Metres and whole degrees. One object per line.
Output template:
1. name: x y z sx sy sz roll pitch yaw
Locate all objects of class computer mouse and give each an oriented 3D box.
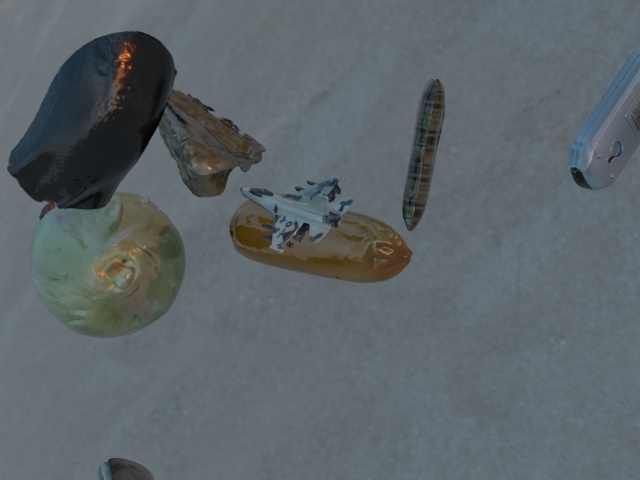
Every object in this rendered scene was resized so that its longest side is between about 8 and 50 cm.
1. computer mouse: -0.273 -0.130 1.234 0.264 0.147 0.088 -51 44 25

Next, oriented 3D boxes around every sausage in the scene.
1. sausage: -0.003 0.002 1.809 0.353 0.116 0.134 9 114 34

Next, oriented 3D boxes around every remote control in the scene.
1. remote control: 0.416 -0.171 1.372 0.047 0.087 0.244 18 67 49

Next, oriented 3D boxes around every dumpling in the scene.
1. dumpling: -0.166 -0.129 1.390 0.086 0.166 0.332 -56 33 15

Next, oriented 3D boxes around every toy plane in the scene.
1. toy plane: -0.040 -0.045 1.519 0.160 0.082 0.234 -50 31 -21

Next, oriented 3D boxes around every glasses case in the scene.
1. glasses case: -0.292 0.472 1.669 0.060 0.114 0.299 -56 30 7

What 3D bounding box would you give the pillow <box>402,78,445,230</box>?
1. pillow: 0.140 -0.117 1.370 0.113 0.038 0.204 -64 -16 -80

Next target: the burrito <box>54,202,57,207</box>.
1. burrito: -0.478 -0.124 1.919 0.058 0.063 0.230 -36 55 45

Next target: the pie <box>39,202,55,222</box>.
1. pie: -0.501 -0.004 2.174 0.054 0.204 0.219 119 150 -62

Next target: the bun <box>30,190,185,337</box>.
1. bun: -0.364 0.058 1.775 0.283 0.283 0.179 -52 32 10
